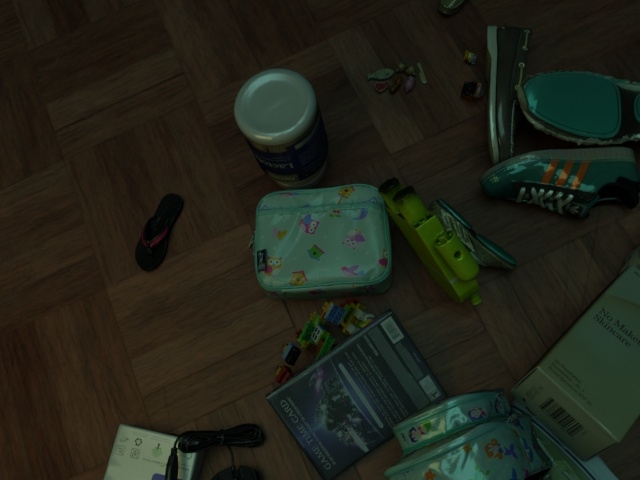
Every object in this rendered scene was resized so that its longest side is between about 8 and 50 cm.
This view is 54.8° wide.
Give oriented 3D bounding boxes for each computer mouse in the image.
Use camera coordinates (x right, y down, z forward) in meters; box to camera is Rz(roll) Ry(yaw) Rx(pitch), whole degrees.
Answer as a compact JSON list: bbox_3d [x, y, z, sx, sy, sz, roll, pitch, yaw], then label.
[{"bbox_3d":[-0.179,0.455,1.078,0.184,0.060,0.262,7,70,-22],"label":"computer mouse"}]

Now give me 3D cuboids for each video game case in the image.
[{"bbox_3d":[0.068,0.281,1.119,0.274,0.026,0.196,-34,98,-4],"label":"video game case"}]

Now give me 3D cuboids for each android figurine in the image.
[{"bbox_3d":[0.207,0.009,1.128,0.056,0.248,0.273,-38,108,0],"label":"android figurine"}]

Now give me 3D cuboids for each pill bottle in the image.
[{"bbox_3d":[0.084,0.184,1.183,0.043,0.043,0.083,-1,71,7],"label":"pill bottle"},{"bbox_3d":[-0.064,-0.203,1.215,0.153,0.265,0.153,-3,71,8],"label":"pill bottle"}]

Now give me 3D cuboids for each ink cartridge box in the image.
[{"bbox_3d":[-0.327,0.516,1.117,0.165,0.065,0.333,10,72,10],"label":"ink cartridge box"}]

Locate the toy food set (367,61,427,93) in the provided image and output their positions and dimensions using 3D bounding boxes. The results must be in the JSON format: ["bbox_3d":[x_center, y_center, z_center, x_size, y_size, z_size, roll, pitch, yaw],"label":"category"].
[{"bbox_3d":[0.169,-0.357,1.364,0.122,0.019,0.078,-16,70,2],"label":"toy food set"}]

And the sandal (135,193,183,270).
[{"bbox_3d":[-0.348,-0.023,1.310,0.067,0.040,0.179,16,74,12],"label":"sandal"}]

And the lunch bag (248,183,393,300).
[{"bbox_3d":[0.000,0.000,1.221,0.279,0.108,0.224,-4,71,6],"label":"lunch bag"}]

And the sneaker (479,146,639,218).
[{"bbox_3d":[0.466,-0.102,1.194,0.302,0.108,0.121,-6,67,4],"label":"sneaker"}]

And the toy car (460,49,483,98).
[{"bbox_3d":[0.335,-0.356,1.326,0.040,0.060,0.122,13,79,-21],"label":"toy car"}]

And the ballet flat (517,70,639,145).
[{"bbox_3d":[0.578,-0.239,1.209,0.408,0.147,0.147,6,72,2],"label":"ballet flat"}]

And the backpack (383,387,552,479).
[{"bbox_3d":[0.221,0.346,0.974,0.225,0.253,0.191,-34,72,28],"label":"backpack"}]

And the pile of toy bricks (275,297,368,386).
[{"bbox_3d":[-0.014,0.190,1.172,0.118,0.105,0.212,27,94,-29],"label":"pile of toy bricks"}]

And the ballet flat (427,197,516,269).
[{"bbox_3d":[0.288,0.003,1.215,0.206,0.073,0.067,44,109,21],"label":"ballet flat"}]

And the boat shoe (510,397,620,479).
[{"bbox_3d":[0.425,0.394,1.037,0.094,0.109,0.302,-42,74,-4],"label":"boat shoe"}]

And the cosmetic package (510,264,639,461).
[{"bbox_3d":[0.482,0.197,1.033,0.309,0.113,0.160,-36,68,-29],"label":"cosmetic package"}]

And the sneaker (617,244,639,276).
[{"bbox_3d":[0.687,-0.037,1.126,0.122,0.146,0.331,35,78,18],"label":"sneaker"}]

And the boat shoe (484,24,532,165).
[{"bbox_3d":[0.389,-0.304,1.271,0.096,0.117,0.325,1,66,11],"label":"boat shoe"}]

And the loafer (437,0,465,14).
[{"bbox_3d":[0.319,-0.575,1.401,0.056,0.050,0.148,35,79,17],"label":"loafer"}]
